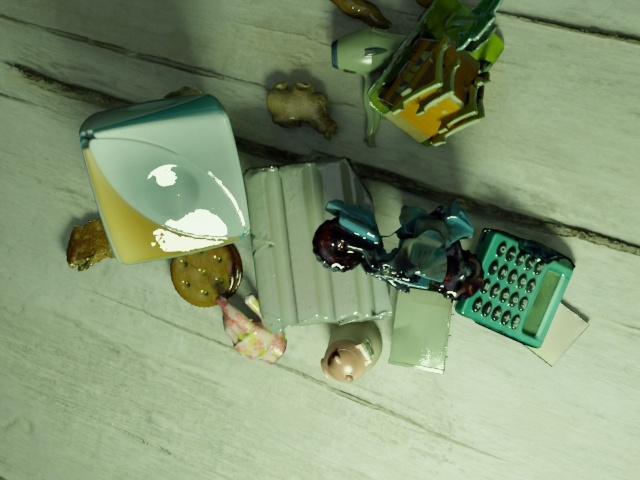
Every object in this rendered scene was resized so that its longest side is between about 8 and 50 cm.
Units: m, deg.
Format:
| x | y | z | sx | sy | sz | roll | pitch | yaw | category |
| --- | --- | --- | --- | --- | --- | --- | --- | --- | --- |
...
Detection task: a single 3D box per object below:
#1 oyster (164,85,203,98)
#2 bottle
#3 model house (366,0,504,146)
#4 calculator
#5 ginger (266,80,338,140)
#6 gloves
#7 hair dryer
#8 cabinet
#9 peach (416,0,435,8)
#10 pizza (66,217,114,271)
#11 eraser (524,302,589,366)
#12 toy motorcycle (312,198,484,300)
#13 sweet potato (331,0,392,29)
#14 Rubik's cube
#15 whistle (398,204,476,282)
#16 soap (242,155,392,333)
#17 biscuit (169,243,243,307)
| x | y | z | sx | sy | sz | roll | pitch | yaw | category |
| --- | --- | --- | --- | --- | --- | --- | --- | --- | --- |
| -0.449 | -0.287 | 1.638 | 0.166 | 0.110 | 0.342 | 14 | 96 | 2 | oyster |
| 0.080 | 0.301 | 1.493 | 0.147 | 0.236 | 0.148 | 1 | 96 | 14 | bottle |
| 0.329 | -0.385 | 1.310 | 0.242 | 0.313 | 0.358 | 33 | 102 | -24 | model house |
| 0.490 | 0.117 | 1.403 | 0.273 | 0.058 | 0.249 | 25 | 88 | -14 | calculator |
| -0.042 | -0.366 | 1.548 | 0.213 | 0.074 | 0.138 | 18 | 108 | 16 | ginger |
| -0.208 | 0.248 | 1.600 | 0.241 | 0.126 | 0.145 | 38 | 133 | -23 | gloves |
| 0.203 | -0.436 | 1.485 | 0.295 | 0.119 | 0.299 | -22 | 106 | 11 | hair dryer |
| 0.274 | 0.221 | 1.487 | 0.150 | 0.145 | 0.206 | 8 | 97 | 14 | cabinet |
| 0.292 | -0.660 | 1.413 | 0.138 | 0.138 | 0.138 | 1 | 95 | 14 | peach |
| -0.692 | 0.008 | 1.747 | 0.226 | 0.069 | 0.147 | -19 | 69 | 11 | pizza |
| 0.611 | 0.242 | 1.469 | 0.103 | 0.023 | 0.150 | 38 | 102 | 8 | eraser |
| 0.193 | -0.004 | 1.312 | 0.415 | 0.172 | 0.233 | 13 | 74 | -5 | toy motorcycle |
| 0.079 | -0.639 | 1.501 | 0.273 | 0.067 | 0.067 | 38 | 102 | 13 | sweet potato |
| -0.391 | -0.169 | 1.430 | 0.351 | 0.351 | 0.348 | -12 | 113 | -12 | Rubik's cube |
| 0.290 | 0.001 | 1.444 | 0.186 | 0.093 | 0.274 | -50 | 53 | 21 | whistle |
| 0.000 | 0.000 | 1.498 | 0.349 | 0.213 | 0.436 | -9 | 93 | 14 | soap |
| -0.339 | 0.087 | 1.664 | 0.220 | 0.066 | 0.221 | 1 | 95 | 13 | biscuit |
